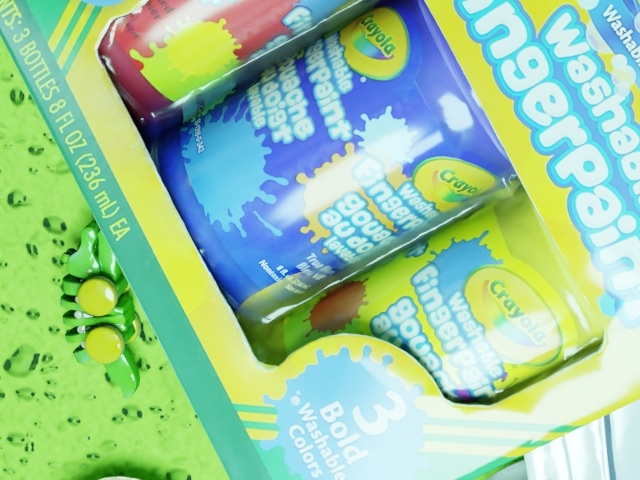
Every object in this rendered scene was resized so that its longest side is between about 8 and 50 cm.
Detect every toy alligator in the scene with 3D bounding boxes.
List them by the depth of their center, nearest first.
[{"bbox_3d":[-0.170,0.027,1.150,0.051,0.056,0.189,-3,106,10],"label":"toy alligator"}]

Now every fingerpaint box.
[{"bbox_3d":[0.045,-0.078,0.981,0.371,0.163,0.444,-28,87,15],"label":"fingerpaint box"}]

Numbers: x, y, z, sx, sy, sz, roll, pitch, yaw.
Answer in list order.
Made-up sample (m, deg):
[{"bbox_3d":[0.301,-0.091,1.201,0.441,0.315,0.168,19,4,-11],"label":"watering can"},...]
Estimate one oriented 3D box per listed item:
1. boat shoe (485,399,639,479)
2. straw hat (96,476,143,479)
[{"bbox_3d":[0.161,0.195,1.110,0.156,0.136,0.367,-4,103,10],"label":"boat shoe"},{"bbox_3d":[-0.151,0.252,1.213,0.145,0.061,0.144,0,91,2],"label":"straw hat"}]
